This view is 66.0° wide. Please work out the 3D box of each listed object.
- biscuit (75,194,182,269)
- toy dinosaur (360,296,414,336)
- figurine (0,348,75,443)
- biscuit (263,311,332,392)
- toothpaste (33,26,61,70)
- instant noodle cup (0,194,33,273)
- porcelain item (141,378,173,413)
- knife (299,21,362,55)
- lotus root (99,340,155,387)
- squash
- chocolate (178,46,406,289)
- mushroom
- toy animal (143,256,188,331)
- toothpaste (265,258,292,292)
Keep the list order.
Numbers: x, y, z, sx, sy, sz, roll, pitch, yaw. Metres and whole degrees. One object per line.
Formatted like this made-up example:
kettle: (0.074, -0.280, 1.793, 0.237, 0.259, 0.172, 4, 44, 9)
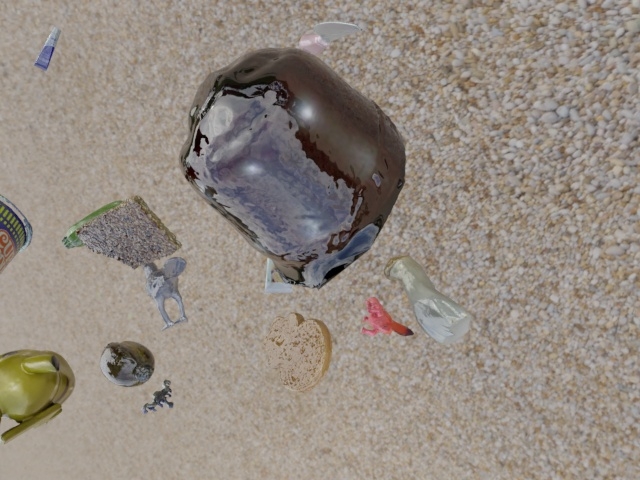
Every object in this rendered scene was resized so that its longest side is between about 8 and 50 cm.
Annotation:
biscuit: (-0.383, -0.001, 0.965, 0.237, 0.026, 0.131, -19, 116, 36)
toy dinosaur: (0.187, 0.214, 1.349, 0.139, 0.286, 0.070, 16, 97, 4)
figurine: (-0.666, 0.341, 1.111, 0.169, 0.218, 0.327, 34, 159, 2)
biscuit: (-0.066, 0.302, 1.363, 0.289, 0.044, 0.202, 14, 79, 55)
toothpaste: (-0.520, -0.367, 0.944, 0.024, 0.083, 0.015, 26, -178, -16)
instant noodle cup: (-0.869, 0.055, 1.121, 0.284, 0.312, 0.284, 1, 136, 1)
porcelain item: (-0.492, 0.501, 1.543, 0.075, 0.136, 0.021, 35, 122, -1)
knife: (0.015, -0.562, 1.339, 0.043, 0.081, 0.336, -66, 23, -1)
lotus root: (-0.501, 0.325, 1.290, 0.209, 0.120, 0.120, 12, 120, 41)
squash: (-0.649, -0.049, 1.437, 0.068, 0.219, 0.077, 54, 169, 0)
chocolate: (-0.080, -0.147, 0.875, 0.331, 0.383, 0.384, 26, 149, -33)
mushroom: (0.303, 0.155, 1.415, 0.328, 0.122, 0.159, 54, 135, 43)
toy animal: (-0.397, 0.131, 1.268, 0.367, 0.081, 0.205, 2, 106, 61)
toothpaste: (-0.121, 0.001, 1.393, 0.058, 0.056, 0.314, 13, 109, 40)
